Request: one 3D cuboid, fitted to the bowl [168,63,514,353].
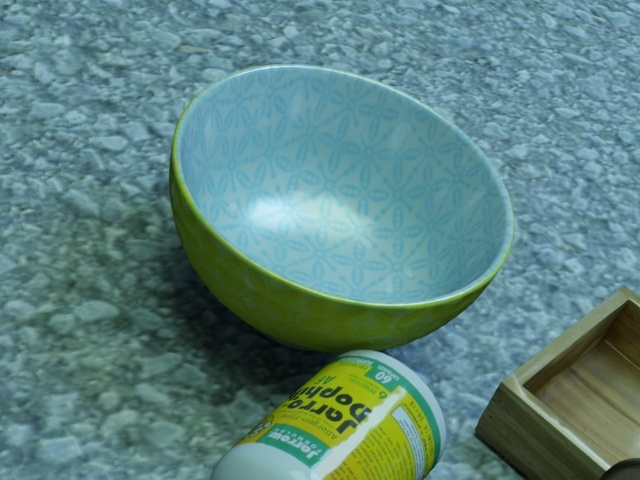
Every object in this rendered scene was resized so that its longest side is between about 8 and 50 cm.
[{"bbox_3d":[0.000,0.000,1.181,0.289,0.156,0.289,13,42,-12],"label":"bowl"}]

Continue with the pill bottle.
[{"bbox_3d":[-0.007,0.176,1.019,0.117,0.117,0.208,36,44,16],"label":"pill bottle"}]

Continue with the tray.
[{"bbox_3d":[0.347,0.226,1.155,0.411,0.076,0.203,40,44,21],"label":"tray"}]

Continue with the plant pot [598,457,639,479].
[{"bbox_3d":[0.200,0.263,0.993,0.165,0.167,0.167,-22,57,-31],"label":"plant pot"}]
